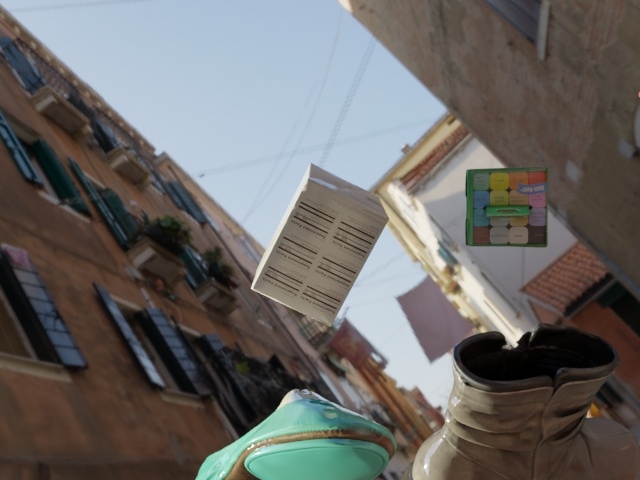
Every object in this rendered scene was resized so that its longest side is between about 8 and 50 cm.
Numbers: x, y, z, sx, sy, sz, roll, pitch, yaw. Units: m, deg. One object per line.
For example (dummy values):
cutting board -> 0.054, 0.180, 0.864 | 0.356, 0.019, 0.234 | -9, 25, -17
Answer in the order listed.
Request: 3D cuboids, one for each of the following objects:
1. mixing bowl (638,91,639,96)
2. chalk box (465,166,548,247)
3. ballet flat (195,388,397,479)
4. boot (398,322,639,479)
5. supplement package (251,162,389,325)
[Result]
mixing bowl -> 0.477, -0.227, 0.797 | 0.181, 0.181, 0.098 | -22, -67, -33
chalk box -> 0.312, -0.057, 1.132 | 0.132, 0.132, 0.213 | 1, 3, 14
ballet flat -> -0.032, 0.166, 0.532 | 0.247, 0.083, 0.087 | -43, 23, 38
boot -> 0.256, 0.191, 0.700 | 0.338, 0.118, 0.223 | -2, -56, -31
supplement package -> 0.000, 0.000, 1.144 | 0.203, 0.149, 0.194 | -62, 6, 13
